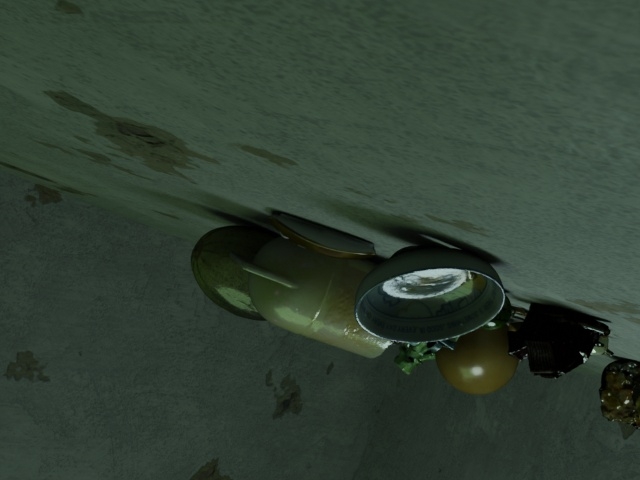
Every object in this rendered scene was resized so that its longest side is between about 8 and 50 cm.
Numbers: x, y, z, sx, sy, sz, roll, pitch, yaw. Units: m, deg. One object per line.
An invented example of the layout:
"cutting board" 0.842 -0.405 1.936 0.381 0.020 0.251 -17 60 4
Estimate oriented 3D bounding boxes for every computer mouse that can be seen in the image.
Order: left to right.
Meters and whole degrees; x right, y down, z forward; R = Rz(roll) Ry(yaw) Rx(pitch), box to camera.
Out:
"computer mouse" 0.000 0.000 1.653 0.245 0.056 0.126 20 173 -4

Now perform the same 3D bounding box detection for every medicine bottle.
"medicine bottle" -0.018 0.115 1.842 0.406 0.235 0.236 22 173 -16

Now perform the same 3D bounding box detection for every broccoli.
"broccoli" 0.367 0.353 2.716 0.270 0.270 0.270 40 -174 -5

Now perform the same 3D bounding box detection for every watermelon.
"watermelon" 0.382 0.156 1.701 0.109 0.109 0.109 18 173 2

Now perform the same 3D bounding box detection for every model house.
"model house" 0.515 0.231 1.701 0.141 0.164 0.203 26 173 -17

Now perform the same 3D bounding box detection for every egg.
"egg" 0.468 0.337 2.282 0.250 0.250 0.322 16 176 19
"egg" 0.631 0.232 1.784 0.083 0.071 0.071 16 174 43

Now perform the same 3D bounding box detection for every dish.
"dish" 0.194 0.070 1.410 0.273 0.133 0.273 -3 147 -2

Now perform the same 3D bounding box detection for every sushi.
"sushi" 0.968 0.479 2.355 0.204 0.200 0.213 19 173 -38

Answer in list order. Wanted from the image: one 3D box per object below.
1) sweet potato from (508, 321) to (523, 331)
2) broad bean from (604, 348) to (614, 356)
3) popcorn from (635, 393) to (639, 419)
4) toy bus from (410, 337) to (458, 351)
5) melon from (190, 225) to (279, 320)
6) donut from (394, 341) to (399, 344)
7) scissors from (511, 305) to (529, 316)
"sweet potato" 0.650 0.285 2.098 0.286 0.085 0.112 11 166 42
"broad bean" 0.645 0.245 1.946 0.214 0.048 0.070 18 175 24
"popcorn" 0.941 0.408 1.786 0.292 0.294 0.334 55 156 25
"toy bus" 0.256 0.172 1.899 0.134 0.164 0.276 35 168 -15
"melon" -0.194 0.085 2.051 0.329 0.248 0.248 30 168 -31
"donut" 0.293 0.217 2.135 0.230 0.096 0.216 -16 165 -9
"scissors" 0.502 0.188 1.999 0.088 0.017 0.220 16 174 -7
